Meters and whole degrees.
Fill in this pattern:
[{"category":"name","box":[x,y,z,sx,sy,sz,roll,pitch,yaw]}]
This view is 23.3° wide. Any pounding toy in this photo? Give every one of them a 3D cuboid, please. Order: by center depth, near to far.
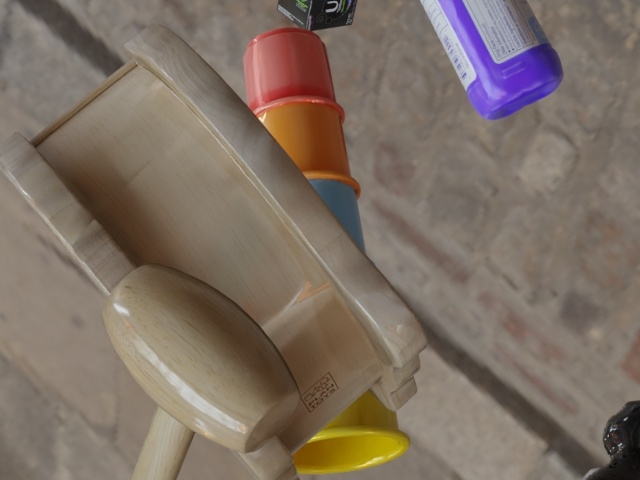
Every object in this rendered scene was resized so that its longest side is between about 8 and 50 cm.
[{"category":"pounding toy","box":[-0.065,0.033,0.571,0.154,0.155,0.269,48,172,12]}]

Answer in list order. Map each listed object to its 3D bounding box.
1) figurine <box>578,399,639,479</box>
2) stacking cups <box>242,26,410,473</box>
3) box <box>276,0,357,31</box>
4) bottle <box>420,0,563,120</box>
[{"category":"figurine","box":[0.262,0.261,1.436,0.092,0.209,0.215,24,145,8]},{"category":"stacking cups","box":[0.000,0.000,1.087,0.096,0.096,0.316,122,147,-60]},{"category":"box","box":[0.002,-0.254,1.511,0.052,0.062,0.083,43,134,37]},{"category":"bottle","box":[0.130,-0.254,1.464,0.283,0.092,0.118,64,-174,6]}]
